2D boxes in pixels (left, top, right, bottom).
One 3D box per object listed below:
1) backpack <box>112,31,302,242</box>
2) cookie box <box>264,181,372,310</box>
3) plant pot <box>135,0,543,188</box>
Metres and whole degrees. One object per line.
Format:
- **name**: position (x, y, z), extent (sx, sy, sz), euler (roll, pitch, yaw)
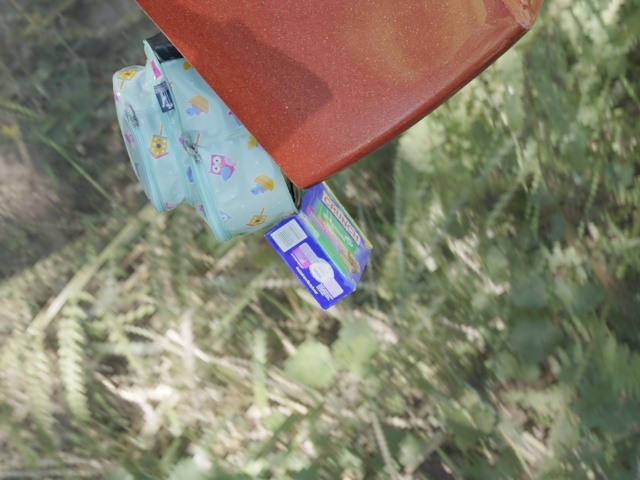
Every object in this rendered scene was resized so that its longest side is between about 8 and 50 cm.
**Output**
- **backpack**: position (-0.091, -0.090, 1.460), extent (0.144, 0.166, 0.188), euler (-27, 97, -1)
- **cookie box**: position (0.000, 0.000, 1.578), extent (0.040, 0.107, 0.092), euler (-34, 102, 20)
- **plant pot**: position (0.040, -0.240, 1.304), extent (0.235, 0.267, 0.267), euler (-15, 38, 39)
